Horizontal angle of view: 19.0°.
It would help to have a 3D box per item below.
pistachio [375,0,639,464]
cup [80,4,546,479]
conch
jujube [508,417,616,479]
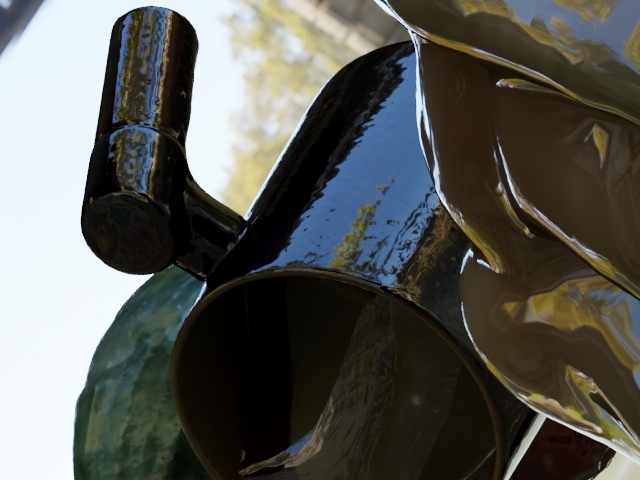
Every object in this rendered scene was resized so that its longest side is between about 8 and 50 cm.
[{"bbox_3d":[0.194,-0.102,0.455,0.445,0.365,0.281,-47,-41,-37],"label":"pistachio"},{"bbox_3d":[0.001,0.015,0.818,0.177,0.239,0.166,-56,-19,-51],"label":"cup"},{"bbox_3d":[-0.035,0.104,0.895,0.176,0.188,0.122,-49,-4,-19],"label":"conch"},{"bbox_3d":[0.171,0.106,1.668,0.213,0.213,0.232,85,-172,-82],"label":"jujube"}]
